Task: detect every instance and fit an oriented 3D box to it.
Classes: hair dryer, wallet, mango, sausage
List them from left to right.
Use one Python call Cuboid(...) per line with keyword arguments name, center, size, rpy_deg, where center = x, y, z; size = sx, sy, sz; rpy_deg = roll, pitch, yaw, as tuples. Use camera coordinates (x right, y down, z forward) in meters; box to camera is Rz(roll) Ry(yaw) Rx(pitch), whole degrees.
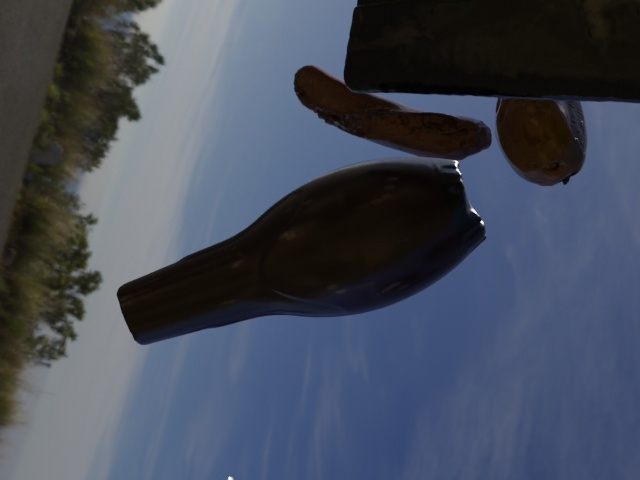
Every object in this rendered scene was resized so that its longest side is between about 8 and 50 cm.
Cuboid(name="hair dryer", center=(0.000, 0.000, 0.684), size=(0.340, 0.312, 0.123), rpy_deg=(-39, 111, -77))
Cuboid(name="sausage", center=(0.101, -0.189, 1.039), size=(0.079, 0.327, 0.087), rpy_deg=(-47, 155, -54))
Cuboid(name="mango", center=(0.375, -0.211, 1.157), size=(0.156, 0.151, 0.248), rpy_deg=(48, 37, -66))
Cuboid(name="wallet", center=(0.153, -0.179, 0.453), size=(0.321, 0.044, 0.170), rpy_deg=(14, -92, 43))

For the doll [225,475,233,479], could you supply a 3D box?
Cuboid(name="doll", center=(-0.136, 0.567, 1.242), size=(0.257, 0.161, 0.215), rpy_deg=(56, -32, 18))
